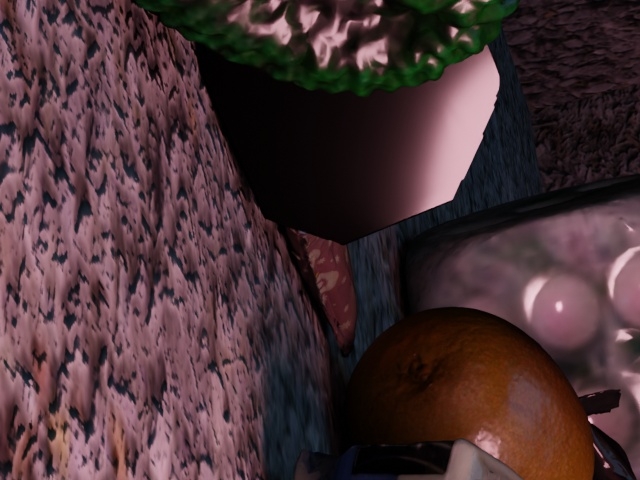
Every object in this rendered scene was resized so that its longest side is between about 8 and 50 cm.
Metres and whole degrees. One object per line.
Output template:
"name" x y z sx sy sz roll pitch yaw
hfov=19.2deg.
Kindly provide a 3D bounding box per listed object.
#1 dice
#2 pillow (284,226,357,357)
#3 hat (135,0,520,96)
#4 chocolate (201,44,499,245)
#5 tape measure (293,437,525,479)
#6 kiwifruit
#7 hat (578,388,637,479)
"dice" 0.287 0.115 2.096 0.348 0.328 0.330 -41 116 -78
"pillow" 0.000 0.000 1.547 0.185 0.043 0.118 64 14 -48
"hat" 0.001 -0.275 1.272 0.274 0.242 0.332 30 48 -32
"chocolate" 0.021 -0.143 1.461 0.177 0.206 0.224 -104 171 -70
"tape measure" 0.097 0.283 1.258 0.259 0.138 0.262 40 46 -41
"kiwifruit" 0.129 0.166 1.576 0.234 0.196 0.196 41 34 -45
"hat" 0.237 0.269 1.788 0.336 0.238 0.209 36 18 6
